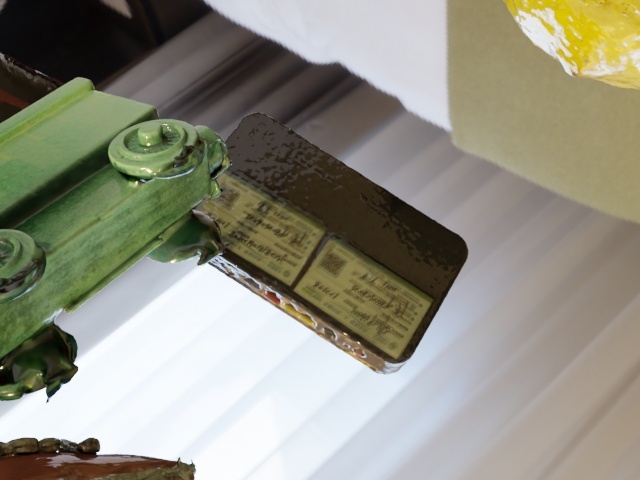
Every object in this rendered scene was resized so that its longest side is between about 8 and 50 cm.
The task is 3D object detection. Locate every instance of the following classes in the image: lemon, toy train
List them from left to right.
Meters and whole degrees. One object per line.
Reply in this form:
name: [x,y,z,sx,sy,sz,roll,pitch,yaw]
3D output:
toy train: [-0.210,-0.011,0.696,0.202,0.301,0.120,19,136,34]
lemon: [0.392,-0.358,1.061,0.349,0.387,0.350,27,-179,0]

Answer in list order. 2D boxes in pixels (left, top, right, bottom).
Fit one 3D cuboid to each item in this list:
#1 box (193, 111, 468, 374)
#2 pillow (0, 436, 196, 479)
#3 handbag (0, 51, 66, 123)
box: [0.000,0.000,1.165,0.350,0.211,0.058,34,154,2]
pillow: [-0.200,0.180,0.616,0.179,0.171,0.075,-29,64,32]
handbag: [-0.348,-0.087,0.973,0.169,0.215,0.155,27,160,-36]
